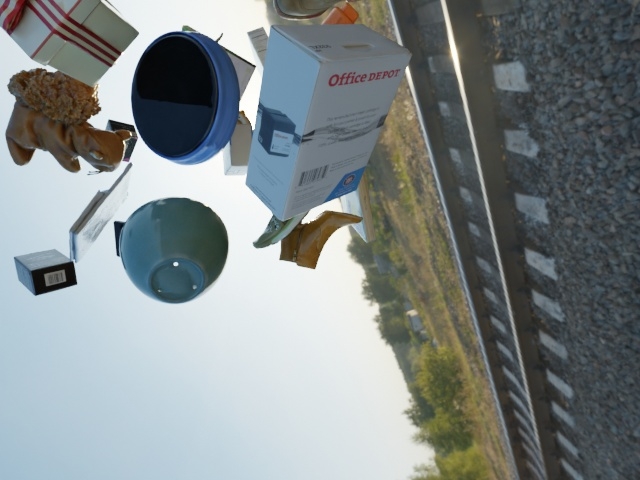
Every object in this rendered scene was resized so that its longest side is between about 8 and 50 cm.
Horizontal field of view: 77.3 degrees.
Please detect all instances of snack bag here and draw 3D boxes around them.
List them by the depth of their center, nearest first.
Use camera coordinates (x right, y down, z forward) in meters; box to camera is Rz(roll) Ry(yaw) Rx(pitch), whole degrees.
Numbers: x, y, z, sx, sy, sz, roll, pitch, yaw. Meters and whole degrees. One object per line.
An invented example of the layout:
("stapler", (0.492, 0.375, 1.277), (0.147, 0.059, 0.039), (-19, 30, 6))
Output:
("snack bag", (-0.787, -0.104, 1.439), (0.037, 0.323, 0.342), (31, -122, -16))

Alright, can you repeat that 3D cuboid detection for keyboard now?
("keyboard", (-0.901, 0.000, 1.855), (0.023, 0.108, 0.180), (-50, -33, -66))

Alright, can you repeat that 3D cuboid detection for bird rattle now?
("bird rattle", (-0.385, -0.507, 1.893), (0.143, 0.254, 0.206), (-42, -61, -44))

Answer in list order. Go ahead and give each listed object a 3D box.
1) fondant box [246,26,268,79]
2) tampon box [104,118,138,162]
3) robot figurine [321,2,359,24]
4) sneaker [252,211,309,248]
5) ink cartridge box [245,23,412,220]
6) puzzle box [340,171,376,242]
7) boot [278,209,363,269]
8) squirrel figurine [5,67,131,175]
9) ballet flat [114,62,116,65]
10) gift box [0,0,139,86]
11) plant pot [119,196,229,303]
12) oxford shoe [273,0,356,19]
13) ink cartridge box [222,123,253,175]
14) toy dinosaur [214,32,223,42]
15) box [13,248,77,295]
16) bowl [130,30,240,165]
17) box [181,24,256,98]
("fondant box", (-0.253, -0.857, 2.010), (0.238, 0.096, 0.330), (79, 169, -67))
("tampon box", (-0.966, -0.474, 1.919), (0.121, 0.161, 0.101), (3, -134, -43))
("robot figurine", (0.064, -0.897, 1.708), (0.128, 0.219, 0.158), (6, -132, -54))
("sneaker", (-0.106, -0.150, 1.312), (0.182, 0.410, 0.158), (41, -172, -5))
("ink cartridge box", (0.002, -0.214, 0.733), (0.129, 0.223, 0.307), (45, 138, 24))
("puzzle box", (0.153, -0.219, 1.855), (0.272, 0.052, 0.408), (-124, 16, -51))
("boot", (-0.001, 0.000, 1.421), (0.104, 0.296, 0.211), (18, -103, -72))
("squirrel figurine", (-0.905, -0.421, 1.458), (0.281, 0.371, 0.396), (-57, -14, -47))
("ballet flat", (-0.907, -0.812, 1.446), (0.409, 0.147, 0.146), (38, -153, -42))
("gift box", (-0.705, -0.601, 1.052), (0.276, 0.255, 0.258), (41, -174, 3))
("plant pot", (-0.377, 0.054, 1.049), (0.290, 0.290, 0.195), (65, 176, -33))
("oxford shoe", (0.024, -0.773, 1.204), (0.122, 0.349, 0.130), (65, 169, -13))
("ink cartridge box", (-0.302, -0.323, 1.452), (0.203, 0.086, 0.148), (179, 87, -70))
("toy dinosaur", (-0.337, -0.496, 1.208), (0.064, 0.268, 0.118), (15, -162, -44))
("box", (-1.097, 0.121, 1.597), (0.153, 0.207, 0.108), (-18, -63, -46))
("bowl", (-0.417, -0.422, 1.196), (0.077, 0.392, 0.390), (-13, -98, -62))
("box", (-0.468, -0.721, 1.710), (0.322, 0.232, 0.058), (26, -153, -16))
